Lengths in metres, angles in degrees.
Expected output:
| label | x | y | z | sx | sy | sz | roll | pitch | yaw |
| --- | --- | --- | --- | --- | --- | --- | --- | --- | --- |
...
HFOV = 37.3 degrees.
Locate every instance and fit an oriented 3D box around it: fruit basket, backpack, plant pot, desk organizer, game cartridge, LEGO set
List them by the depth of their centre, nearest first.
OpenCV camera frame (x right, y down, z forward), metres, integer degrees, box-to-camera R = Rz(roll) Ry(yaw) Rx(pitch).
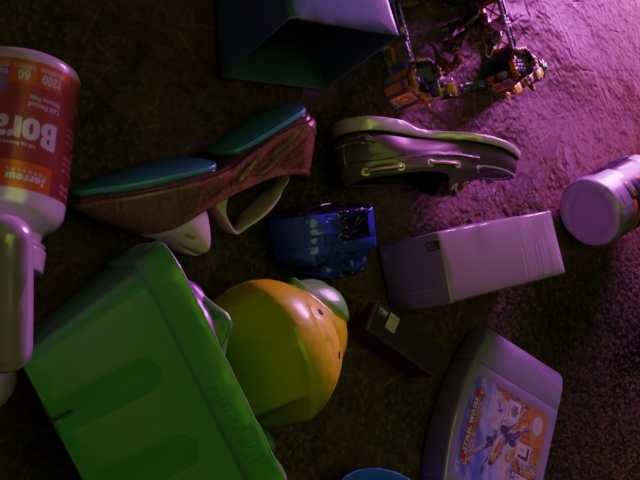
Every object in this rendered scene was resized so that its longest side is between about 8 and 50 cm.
| label | x | y | z | sx | sy | sz | roll | pitch | yaw |
| --- | --- | --- | --- | --- | --- | --- | --- | --- | --- |
| fruit basket | -0.092 | 0.157 | 1.007 | 0.392 | 0.283 | 0.391 | 1 | 88 | -20 |
| backpack | 0.000 | 0.000 | 1.190 | 0.120 | 0.098 | 0.101 | -5 | 87 | -38 |
| plant pot | -0.033 | -0.338 | 1.198 | 0.166 | 0.166 | 0.234 | 0 | 74 | -37 |
| desk organizer | 0.100 | 0.134 | 1.265 | 0.130 | 0.050 | 0.047 | 37 | 61 | -25 |
| game cartridge | 0.240 | 0.284 | 1.339 | 0.198 | 0.062 | 0.297 | 34 | 63 | -31 |
| LEGO set | 0.233 | -0.322 | 1.367 | 0.331 | 0.192 | 0.254 | -5 | 84 | -37 |

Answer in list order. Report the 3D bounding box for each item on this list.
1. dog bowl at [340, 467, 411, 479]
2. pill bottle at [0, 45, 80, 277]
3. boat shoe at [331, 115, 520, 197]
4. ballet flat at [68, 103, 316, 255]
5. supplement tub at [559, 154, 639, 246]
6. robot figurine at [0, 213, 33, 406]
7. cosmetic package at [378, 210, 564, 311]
| label | x | y | z | sx | sy | sz | roll | pitch | yaw |
| --- | --- | --- | --- | --- | --- | --- | --- | --- | --- |
| dog bowl | 0.116 | 0.408 | 1.119 | 0.297 | 0.074 | 0.166 | 45 | 36 | 23 |
| pill bottle | -0.314 | -0.075 | 0.957 | 0.121 | 0.121 | 0.216 | 12 | 74 | -34 |
| boat shoe | 0.151 | -0.105 | 1.321 | 0.305 | 0.109 | 0.091 | 5 | 78 | -30 |
| ballet flat | -0.130 | -0.057 | 1.115 | 0.342 | 0.116 | 0.124 | -29 | 118 | -40 |
| supplement tub | 0.491 | -0.072 | 1.556 | 0.190 | 0.117 | 0.117 | -25 | 96 | -37 |
| robot figurine | -0.368 | 0.038 | 0.798 | 0.200 | 0.300 | 0.353 | -34 | 122 | -71 |
| cosmetic package | 0.212 | 0.028 | 1.324 | 0.238 | 0.127 | 0.107 | -14 | 89 | -36 |
